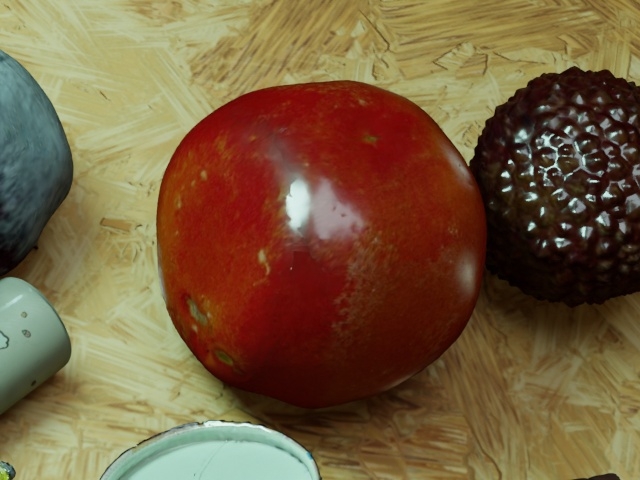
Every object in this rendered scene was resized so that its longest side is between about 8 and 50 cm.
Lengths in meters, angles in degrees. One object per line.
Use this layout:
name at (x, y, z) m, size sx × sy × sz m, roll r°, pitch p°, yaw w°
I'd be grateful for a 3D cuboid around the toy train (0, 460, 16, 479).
toy train at (-0.372, 0.257, 1.683) m, size 0.081 × 0.060 × 0.202 m, roll 37°, pitch 52°, yaw 22°

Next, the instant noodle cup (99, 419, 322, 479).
instant noodle cup at (-0.081, 0.300, 1.563) m, size 0.243 × 0.231 × 0.243 m, roll -4°, pitch 31°, yaw 2°

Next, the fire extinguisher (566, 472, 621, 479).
fire extinguisher at (0.142, 0.292, 1.737) m, size 0.337 × 0.135 × 0.114 m, roll -7°, pitch 20°, yaw -18°

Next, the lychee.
lychee at (0.274, -0.057, 1.960) m, size 0.264 × 0.264 × 0.300 m, roll -22°, pitch 33°, yaw -27°

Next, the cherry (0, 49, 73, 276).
cherry at (-0.369, -0.082, 1.830) m, size 0.218 × 0.296 × 0.255 m, roll 1°, pitch 49°, yaw 22°

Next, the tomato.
tomato at (0.000, 0.000, 1.827) m, size 0.293 × 0.290 × 0.325 m, roll -4°, pitch 52°, yaw -25°

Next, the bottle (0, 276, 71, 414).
bottle at (-0.356, 0.137, 1.746) m, size 0.110 × 0.110 × 0.233 m, roll 41°, pitch 54°, yaw 17°
